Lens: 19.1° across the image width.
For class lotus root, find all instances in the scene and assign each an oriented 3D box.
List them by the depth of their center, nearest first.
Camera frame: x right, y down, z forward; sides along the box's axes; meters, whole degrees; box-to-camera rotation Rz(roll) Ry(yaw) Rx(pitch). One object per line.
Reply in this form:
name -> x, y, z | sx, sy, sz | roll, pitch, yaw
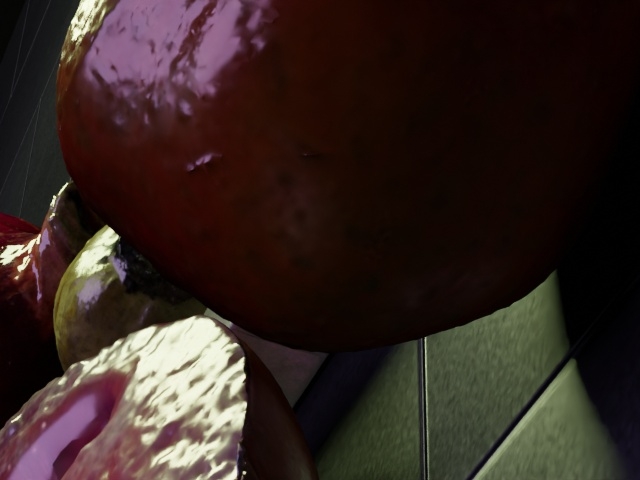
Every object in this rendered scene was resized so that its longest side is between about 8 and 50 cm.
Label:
lotus root -> -0.121, 0.068, 1.338 | 0.138, 0.138, 0.214 | -91, 12, -49

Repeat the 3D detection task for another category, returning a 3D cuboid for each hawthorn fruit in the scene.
hawthorn fruit -> 0.024, -0.113, 0.803 | 0.254, 0.254, 0.300 | -100, 23, -58

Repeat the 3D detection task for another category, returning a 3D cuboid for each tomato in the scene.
tomato -> -0.085, 0.211, 1.006 | 0.289, 0.176, 0.335 | -44, 26, 19

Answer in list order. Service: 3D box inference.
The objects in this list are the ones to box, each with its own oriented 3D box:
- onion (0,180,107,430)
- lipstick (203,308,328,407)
onion -> -0.263, 0.092, 1.474 | 0.385, 0.348, 0.347 | -46, 28, 31
lipstick -> 0.000, 0.000, 1.110 | 0.066, 0.068, 0.317 | -89, 22, -44
